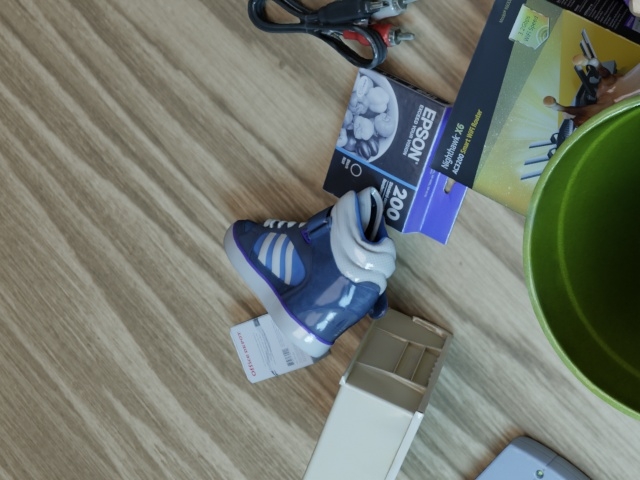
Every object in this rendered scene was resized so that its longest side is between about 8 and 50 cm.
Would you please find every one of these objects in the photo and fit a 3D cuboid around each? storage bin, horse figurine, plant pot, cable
[{"bbox_3d":[0.075,0.268,1.788,0.123,0.260,0.262,23,116,7],"label":"storage bin"},{"bbox_3d":[0.364,-0.187,1.350,0.263,0.174,0.066,-29,64,31],"label":"horse figurine"},{"bbox_3d":[0.467,-0.014,1.390,0.366,0.353,0.367,10,109,31],"label":"plant pot"},{"bbox_3d":[0.018,-0.317,1.794,0.287,0.072,0.140,3,102,43],"label":"cable"}]

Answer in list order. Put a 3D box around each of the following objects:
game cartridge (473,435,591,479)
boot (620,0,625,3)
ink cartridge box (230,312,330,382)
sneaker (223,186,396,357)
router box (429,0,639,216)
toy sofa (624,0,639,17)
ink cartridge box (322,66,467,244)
[{"bbox_3d":[0.346,0.432,1.776,0.294,0.060,0.196,46,126,15],"label":"game cartridge"},{"bbox_3d":[0.373,-0.285,1.532,0.045,0.099,0.121,-38,82,32],"label":"boot"},{"bbox_3d":[-0.065,0.161,1.968,0.135,0.056,0.099,-21,91,35],"label":"ink cartridge box"},{"bbox_3d":[0.000,0.000,1.831,0.236,0.130,0.323,-50,39,11],"label":"sneaker"},{"bbox_3d":[0.299,-0.167,1.546,0.243,0.081,0.309,28,135,11],"label":"router box"},{"bbox_3d":[0.529,-0.307,1.366,0.362,0.150,0.177,18,111,19],"label":"toy sofa"},{"bbox_3d":[0.120,-0.121,1.778,0.208,0.045,0.206,28,117,22],"label":"ink cartridge box"}]
